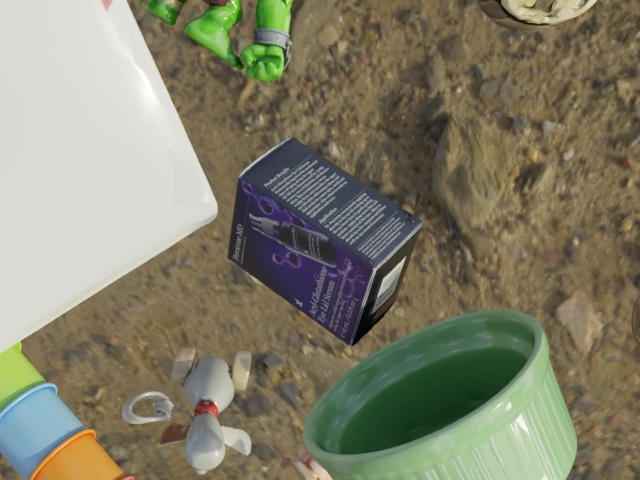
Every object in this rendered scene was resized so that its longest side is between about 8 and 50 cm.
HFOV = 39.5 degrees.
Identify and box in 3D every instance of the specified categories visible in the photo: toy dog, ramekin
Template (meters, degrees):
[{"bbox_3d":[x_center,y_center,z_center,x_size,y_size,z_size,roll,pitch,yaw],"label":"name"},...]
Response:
[{"bbox_3d":[-0.227,0.337,1.708,0.220,0.334,0.161,16,117,12],"label":"toy dog"},{"bbox_3d":[0.145,0.221,1.037,0.303,0.303,0.148,-28,102,-2],"label":"ramekin"}]

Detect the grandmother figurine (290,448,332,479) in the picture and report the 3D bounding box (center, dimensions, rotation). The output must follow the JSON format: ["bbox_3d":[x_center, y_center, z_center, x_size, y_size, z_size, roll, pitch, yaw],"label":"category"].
[{"bbox_3d":[0.106,0.363,1.715,0.342,0.208,0.104,-33,50,-16],"label":"grandmother figurine"}]

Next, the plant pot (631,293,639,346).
[{"bbox_3d":[0.658,0.146,1.478,0.254,0.237,0.237,13,72,-20],"label":"plant pot"}]

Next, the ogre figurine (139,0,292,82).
[{"bbox_3d":[-0.093,-0.236,0.808,0.197,0.097,0.118,38,96,36],"label":"ogre figurine"}]

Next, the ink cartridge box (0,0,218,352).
[{"bbox_3d":[-0.180,-0.095,0.386,0.114,0.197,0.273,-33,31,-21],"label":"ink cartridge box"}]

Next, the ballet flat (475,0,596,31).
[{"bbox_3d":[0.115,-0.172,0.310,0.084,0.250,0.058,3,48,-17],"label":"ballet flat"}]

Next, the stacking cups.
[{"bbox_3d":[-0.271,0.191,0.872,0.316,0.096,0.096,43,82,11],"label":"stacking cups"}]

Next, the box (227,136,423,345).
[{"bbox_3d":[0.000,0.000,1.086,0.207,0.153,0.108,33,50,19],"label":"box"}]
